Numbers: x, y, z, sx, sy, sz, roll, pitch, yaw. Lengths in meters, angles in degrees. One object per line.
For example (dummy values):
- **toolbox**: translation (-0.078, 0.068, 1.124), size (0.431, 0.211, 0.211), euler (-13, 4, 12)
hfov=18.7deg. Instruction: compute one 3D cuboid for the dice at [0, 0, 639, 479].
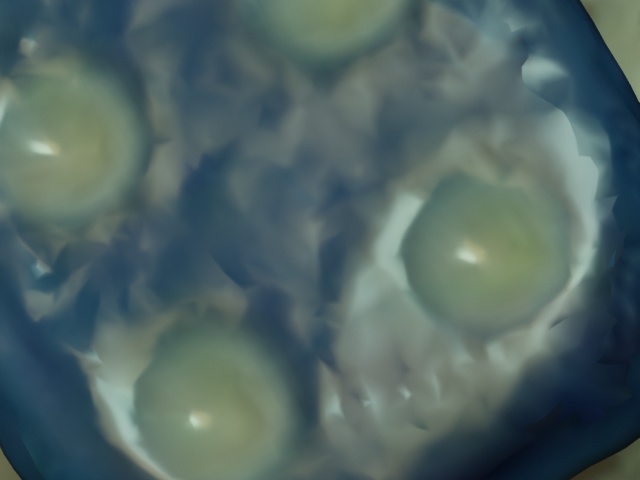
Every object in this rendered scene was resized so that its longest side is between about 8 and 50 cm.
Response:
- **dice**: translation (0.000, 0.000, 0.431), size (0.146, 0.143, 0.146), euler (-30, 80, 7)
